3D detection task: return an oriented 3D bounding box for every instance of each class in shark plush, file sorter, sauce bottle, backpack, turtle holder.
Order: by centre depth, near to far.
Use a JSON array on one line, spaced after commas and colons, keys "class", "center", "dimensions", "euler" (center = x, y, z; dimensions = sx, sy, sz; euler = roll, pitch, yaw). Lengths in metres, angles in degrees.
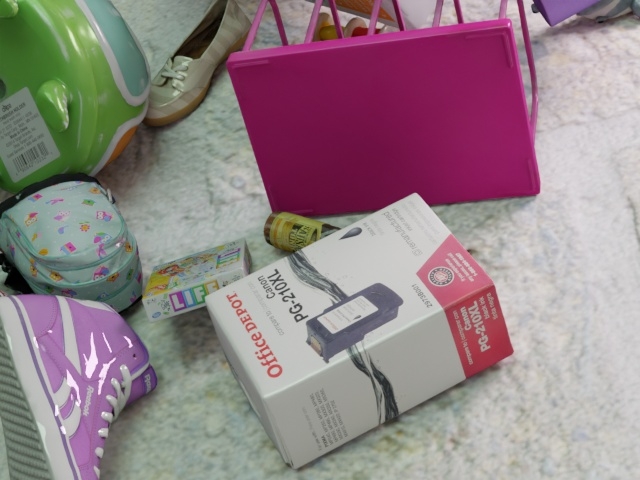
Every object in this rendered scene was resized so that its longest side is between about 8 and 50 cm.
[{"class": "sauce bottle", "center": [0.000, 0.000, 1.584], "dimensions": [0.128, 0.042, 0.042], "euler": [14, 50, 36]}, {"class": "file sorter", "center": [0.080, -0.169, 1.625], "dimensions": [0.291, 0.202, 0.182], "euler": [-5, 37, 15]}, {"class": "backpack", "center": [-0.266, 0.009, 1.626], "dimensions": [0.152, 0.115, 0.182], "euler": [-28, 43, -14]}, {"class": "turtle holder", "center": [-0.340, -0.209, 1.769], "dimensions": [0.320, 0.243, 0.227], "euler": [40, 33, 17]}, {"class": "shark plush", "center": [0.326, -0.296, 1.771], "dimensions": [0.161, 0.067, 0.073], "euler": [-6, 41, 15]}]

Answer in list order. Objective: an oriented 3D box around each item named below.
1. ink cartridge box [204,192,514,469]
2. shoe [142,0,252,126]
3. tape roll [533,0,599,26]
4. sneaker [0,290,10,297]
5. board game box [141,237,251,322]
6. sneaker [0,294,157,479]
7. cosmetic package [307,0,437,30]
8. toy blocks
[{"class": "ink cartridge box", "center": [0.033, 0.081, 1.432], "dimensions": [0.237, 0.100, 0.172], "euler": [-26, 39, -8]}, {"class": "shoe", "center": [-0.162, -0.225, 1.893], "dimensions": [0.076, 0.058, 0.219], "euler": [11, 48, 32]}, {"class": "tape roll", "center": [0.224, -0.373, 1.651], "dimensions": [0.090, 0.275, 0.275], "euler": [-29, 39, 9]}, {"class": "sneaker", "center": [-0.381, 0.047, 1.621], "dimensions": [0.299, 0.121, 0.112], "euler": [23, 56, 40]}, {"class": "board game box", "center": [-0.123, 0.039, 1.548], "dimensions": [0.103, 0.026, 0.154], "euler": [-17, 11, 1]}, {"class": "sneaker", "center": [-0.214, 0.168, 1.436], "dimensions": [0.161, 0.102, 0.282], "euler": [1, 55, -32]}, {"class": "cosmetic package", "center": [-0.036, -0.415, 1.848], "dimensions": [0.161, 0.230, 0.453], "euler": [-55, 36, -5]}, {"class": "toy blocks", "center": [0.040, -0.216, 1.807], "dimensions": [0.148, 0.054, 0.123], "euler": [14, 49, 33]}]
